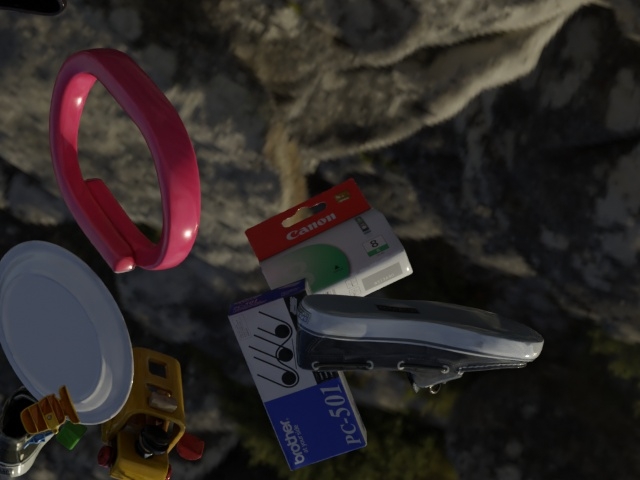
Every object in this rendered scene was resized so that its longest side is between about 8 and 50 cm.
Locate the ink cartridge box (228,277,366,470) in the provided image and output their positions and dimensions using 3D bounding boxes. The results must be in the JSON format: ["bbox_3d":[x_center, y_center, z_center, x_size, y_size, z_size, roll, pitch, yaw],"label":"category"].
[{"bbox_3d":[-0.026,0.156,1.603,0.097,0.046,0.207,-19,105,6],"label":"ink cartridge box"}]

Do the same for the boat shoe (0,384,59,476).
[{"bbox_3d":[-0.399,0.239,1.896,0.077,0.219,0.070,14,114,-3],"label":"boat shoe"}]

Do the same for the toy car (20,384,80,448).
[{"bbox_3d":[-0.147,0.139,0.792,0.060,0.040,0.122,-151,40,-71],"label":"toy car"}]

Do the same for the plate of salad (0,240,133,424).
[{"bbox_3d":[-0.258,0.092,1.395,0.199,0.048,0.200,15,117,32],"label":"plate of salad"}]

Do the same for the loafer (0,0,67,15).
[{"bbox_3d":[-0.399,-0.290,1.420,0.302,0.095,0.109,-1,153,-34],"label":"loafer"}]

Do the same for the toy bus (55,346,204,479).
[{"bbox_3d":[-0.229,0.236,1.807,0.202,0.191,0.104,45,121,11],"label":"toy bus"}]

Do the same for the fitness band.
[{"bbox_3d":[-0.223,-0.090,1.543,0.291,0.054,0.209,47,132,38],"label":"fitness band"}]

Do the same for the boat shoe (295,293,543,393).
[{"bbox_3d":[0.086,0.101,1.243,0.228,0.080,0.076,6,107,-15],"label":"boat shoe"}]

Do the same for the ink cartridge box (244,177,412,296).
[{"bbox_3d":[0.000,0.000,1.868,0.181,0.225,0.056,-26,135,-3],"label":"ink cartridge box"}]
